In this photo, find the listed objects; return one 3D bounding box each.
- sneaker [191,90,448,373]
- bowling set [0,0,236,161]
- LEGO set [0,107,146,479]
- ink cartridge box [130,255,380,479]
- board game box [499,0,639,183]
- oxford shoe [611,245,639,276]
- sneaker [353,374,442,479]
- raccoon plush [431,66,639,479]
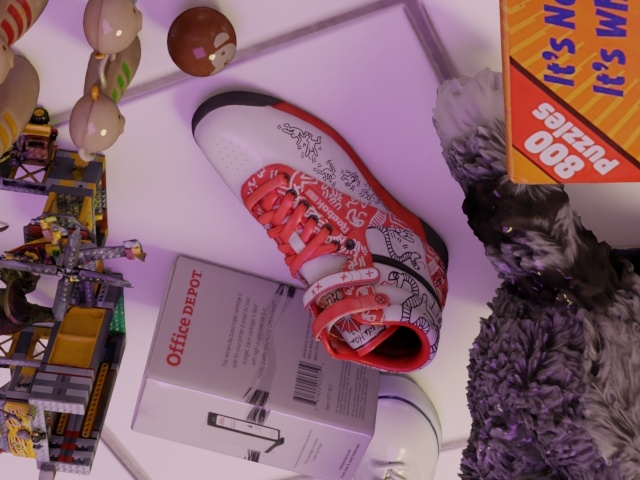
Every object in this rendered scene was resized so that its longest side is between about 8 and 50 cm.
[{"bbox_3d":[0.001,0.000,1.115,0.270,0.145,0.090,38,126,-24],"label":"sneaker"},{"bbox_3d":[-0.164,-0.148,0.995,0.200,0.154,0.287,10,133,-1],"label":"bowling set"},{"bbox_3d":[-0.286,0.067,1.181,0.255,0.192,0.331,12,132,-4],"label":"LEGO set"},{"bbox_3d":[-0.053,0.115,1.226,0.203,0.148,0.086,16,134,-6],"label":"ink cartridge box"},{"bbox_3d":[0.266,-0.279,0.680,0.356,0.356,0.356,-1,132,10],"label":"board game box"},{"bbox_3d":[0.344,0.085,1.157,0.397,0.140,0.146,8,127,-1],"label":"oxford shoe"},{"bbox_3d":[0.075,0.242,1.363,0.094,0.091,0.258,-1,132,8],"label":"sneaker"},{"bbox_3d":[0.155,0.120,1.108,0.216,0.446,0.299,-4,159,-40],"label":"raccoon plush"}]
